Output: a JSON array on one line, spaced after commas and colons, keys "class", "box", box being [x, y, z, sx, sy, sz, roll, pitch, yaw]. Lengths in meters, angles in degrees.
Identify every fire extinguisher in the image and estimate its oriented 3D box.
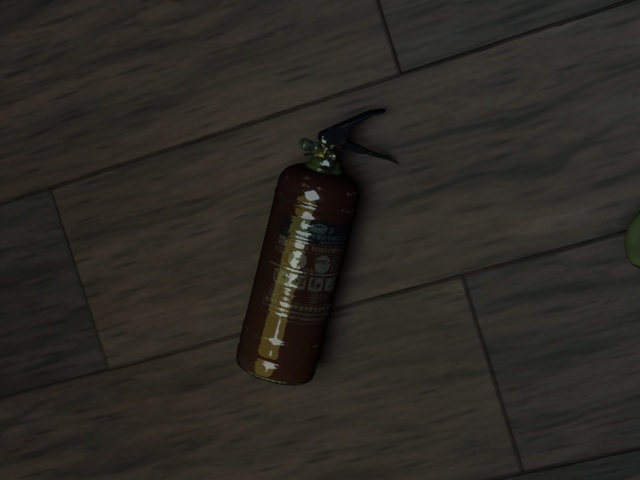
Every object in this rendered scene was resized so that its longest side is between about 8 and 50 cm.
[{"class": "fire extinguisher", "box": [0.000, 0.000, 1.830, 0.138, 0.102, 0.344, 11, 105, -16]}]

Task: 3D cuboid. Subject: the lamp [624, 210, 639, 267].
[{"class": "lamp", "box": [0.402, -0.035, 1.688, 0.091, 0.091, 0.163, 28, 92, 13]}]
